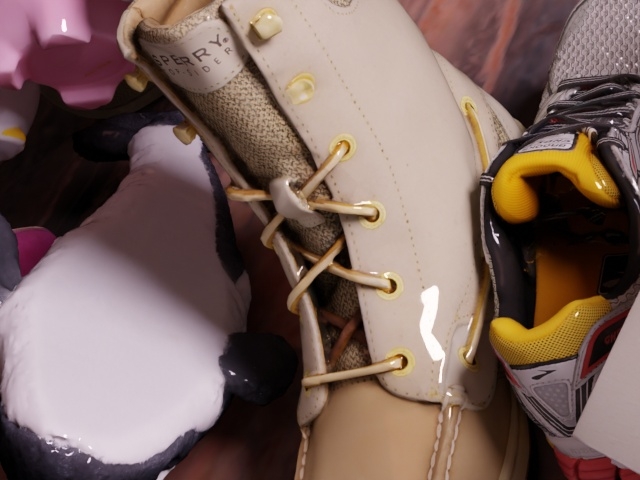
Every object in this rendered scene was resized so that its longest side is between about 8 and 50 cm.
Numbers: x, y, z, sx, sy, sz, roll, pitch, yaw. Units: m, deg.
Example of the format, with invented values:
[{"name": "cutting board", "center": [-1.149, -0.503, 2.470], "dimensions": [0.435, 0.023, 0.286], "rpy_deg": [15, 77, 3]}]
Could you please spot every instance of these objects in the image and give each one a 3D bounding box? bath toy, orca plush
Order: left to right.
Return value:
[{"name": "orca plush", "center": [-0.103, 0.040, 0.723], "dimensions": [0.287, 0.151, 0.102], "rpy_deg": [-107, 37, -52]}, {"name": "bath toy", "center": [-0.099, -0.139, 0.761], "dimensions": [0.348, 0.151, 0.129], "rpy_deg": [-24, 66, 32]}]

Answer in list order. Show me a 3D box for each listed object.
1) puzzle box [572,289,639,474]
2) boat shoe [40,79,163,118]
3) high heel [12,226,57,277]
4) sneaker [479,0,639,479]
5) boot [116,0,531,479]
[{"name": "puzzle box", "center": [0.277, 0.010, 0.334], "dimensions": [0.409, 0.052, 0.272], "rpy_deg": [27, 91, 42]}, {"name": "boat shoe", "center": [-0.043, -0.181, 0.872], "dimensions": [0.302, 0.113, 0.103], "rpy_deg": [-24, 46, 25]}, {"name": "high heel", "center": [-0.216, 0.097, 0.807], "dimensions": [0.244, 0.082, 0.117], "rpy_deg": [-35, 64, -11]}, {"name": "sneaker", "center": [0.112, -0.023, 0.594], "dimensions": [0.088, 0.093, 0.225], "rpy_deg": [-17, 43, 29]}, {"name": "boot", "center": [0.000, 0.000, 0.577], "dimensions": [0.095, 0.203, 0.262], "rpy_deg": [-12, 45, 35]}]
